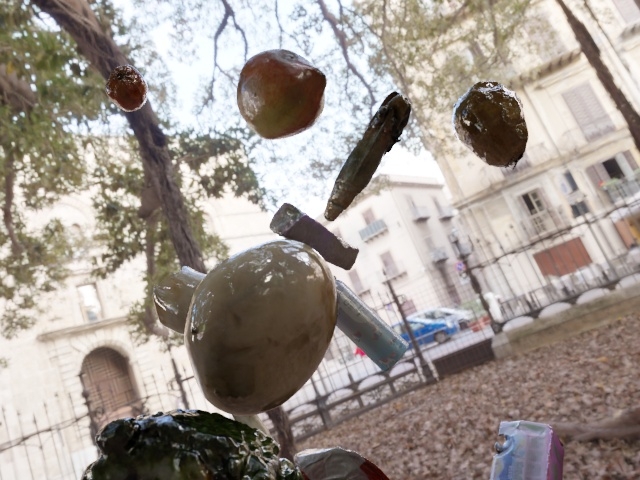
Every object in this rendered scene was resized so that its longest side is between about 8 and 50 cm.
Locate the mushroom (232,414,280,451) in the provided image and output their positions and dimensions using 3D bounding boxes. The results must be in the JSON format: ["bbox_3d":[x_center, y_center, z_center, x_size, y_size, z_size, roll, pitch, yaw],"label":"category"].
[{"bbox_3d":[-0.199,0.548,1.440,0.084,0.209,0.071,-32,-4,-15],"label":"mushroom"}]

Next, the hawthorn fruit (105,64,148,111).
[{"bbox_3d":[-0.555,-0.438,1.432,0.128,0.128,0.128,-21,-13,-5],"label":"hawthorn fruit"}]

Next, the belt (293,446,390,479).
[{"bbox_3d":[0.056,0.585,1.055,0.227,0.323,0.115,-27,-10,-27],"label":"belt"}]

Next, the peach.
[{"bbox_3d":[-0.088,-0.379,1.274,0.257,0.232,0.232,-22,-11,34],"label":"peach"}]

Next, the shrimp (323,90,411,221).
[{"bbox_3d":[0.139,-0.237,1.505,0.445,0.110,0.221,-58,-6,26],"label":"shrimp"}]

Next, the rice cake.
[{"bbox_3d":[0.000,0.000,1.106,0.070,0.064,0.399,-58,-26,0],"label":"rice cake"}]

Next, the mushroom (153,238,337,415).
[{"bbox_3d":[-0.127,0.115,0.818,0.292,0.290,0.292,-34,-44,-41],"label":"mushroom"}]

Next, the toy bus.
[{"bbox_3d":[0.357,0.432,0.868,0.112,0.090,0.274,-23,10,33],"label":"toy bus"}]

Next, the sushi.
[{"bbox_3d":[-0.154,0.393,0.583,0.294,0.351,0.178,11,-14,4],"label":"sushi"}]

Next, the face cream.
[{"bbox_3d":[0.065,0.151,0.971,0.075,0.229,0.075,-47,-6,-7],"label":"face cream"}]

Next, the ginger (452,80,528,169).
[{"bbox_3d":[0.515,-0.360,1.525,0.223,0.269,0.200,13,-35,4],"label":"ginger"}]
